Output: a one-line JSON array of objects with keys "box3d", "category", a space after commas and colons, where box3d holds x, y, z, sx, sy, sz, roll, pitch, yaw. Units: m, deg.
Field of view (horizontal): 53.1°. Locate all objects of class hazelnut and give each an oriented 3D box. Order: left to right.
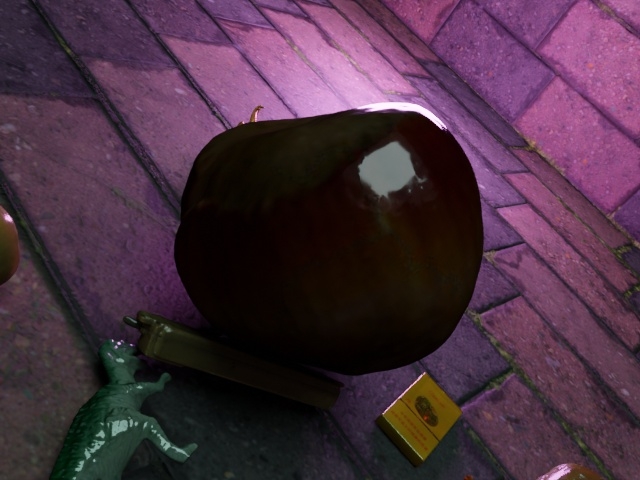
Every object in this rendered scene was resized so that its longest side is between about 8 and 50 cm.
[{"box3d": [0.000, 0.000, 0.802, 0.359, 0.409, 0.359, 2, 87, -35], "category": "hazelnut"}]

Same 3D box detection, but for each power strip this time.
[{"box3d": [-0.101, 0.152, 0.794, 0.305, 0.044, 0.064, 25, -3, -26], "category": "power strip"}]

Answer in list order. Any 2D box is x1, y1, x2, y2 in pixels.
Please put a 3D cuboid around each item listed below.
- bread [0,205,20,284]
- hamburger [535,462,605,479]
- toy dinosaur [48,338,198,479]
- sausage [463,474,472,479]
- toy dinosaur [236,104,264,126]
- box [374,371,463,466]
[{"box3d": [-0.416, -0.027, 0.660, 0.217, 0.147, 0.098, 39, 53, 5], "category": "bread"}, {"box3d": [0.341, 0.397, 0.858, 0.159, 0.131, 0.185, 12, 43, -30], "category": "hamburger"}, {"box3d": [-0.189, 0.231, 0.604, 0.129, 0.076, 0.383, 17, 28, -12], "category": "toy dinosaur"}, {"box3d": [0.170, 0.399, 0.725, 0.093, 0.093, 0.312, 33, 32, -6], "category": "sausage"}, {"box3d": [-0.122, -0.156, 1.186, 0.117, 0.070, 0.288, 40, 34, -16], "category": "toy dinosaur"}, {"box3d": [0.149, 0.260, 0.950, 0.087, 0.023, 0.155, 44, 32, 16], "category": "box"}]
